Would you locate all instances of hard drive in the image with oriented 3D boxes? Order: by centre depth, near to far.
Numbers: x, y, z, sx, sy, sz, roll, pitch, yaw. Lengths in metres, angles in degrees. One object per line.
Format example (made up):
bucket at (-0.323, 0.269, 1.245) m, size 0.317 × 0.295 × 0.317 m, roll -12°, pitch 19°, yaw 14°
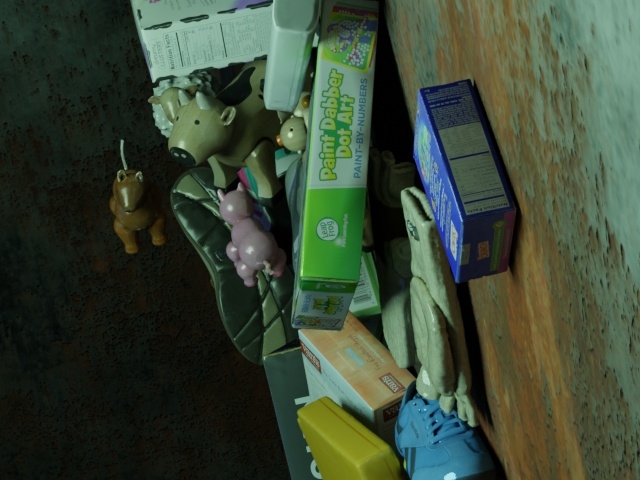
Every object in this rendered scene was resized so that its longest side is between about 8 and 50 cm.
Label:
hard drive at (-0.021, -0.248, 1.559) m, size 0.307 × 0.040 × 0.203 m, roll 116°, pitch 160°, yaw -81°

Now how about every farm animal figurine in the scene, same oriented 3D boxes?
farm animal figurine at (-0.076, -0.111, 1.890) m, size 0.327 × 0.330 × 0.172 m, roll -65°, pitch -30°, yaw -49°

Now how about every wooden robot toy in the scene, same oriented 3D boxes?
wooden robot toy at (-0.002, -0.101, 1.728) m, size 0.076 × 0.079 × 0.173 m, roll 27°, pitch -132°, yaw -71°

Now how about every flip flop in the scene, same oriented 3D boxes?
flip flop at (-0.110, 0.032, 2.259) m, size 0.277 × 0.112 × 0.080 m, roll 60°, pitch 173°, yaw 8°

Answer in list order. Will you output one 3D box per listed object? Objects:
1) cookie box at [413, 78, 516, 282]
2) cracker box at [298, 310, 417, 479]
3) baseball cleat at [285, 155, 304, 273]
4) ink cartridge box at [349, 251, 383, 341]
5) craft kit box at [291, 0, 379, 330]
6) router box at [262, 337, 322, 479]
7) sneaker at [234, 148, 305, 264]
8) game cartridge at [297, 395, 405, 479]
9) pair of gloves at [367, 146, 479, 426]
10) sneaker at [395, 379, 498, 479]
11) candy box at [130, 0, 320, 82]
cookie box at (0.097, -0.040, 1.165) m, size 0.092 × 0.040 × 0.107 m, roll 88°, pitch 168°, yaw -62°
cracker box at (0.054, 0.208, 1.867) m, size 0.156 × 0.067 × 0.232 m, roll 45°, pitch 154°, yaw 45°
baseball cleat at (0.000, 0.000, 2.099) m, size 0.109 × 0.072 × 0.206 m, roll -153°, pitch 46°, yaw -74°
ink cartridge box at (0.029, 0.065, 1.989) m, size 0.209 × 0.062 × 0.109 m, roll 94°, pitch 161°, yaw -74°
craft kit box at (0.011, -0.061, 1.545) m, size 0.246 × 0.061 × 0.250 m, roll 90°, pitch -175°, yaw -78°
router box at (0.025, 0.269, 2.121) m, size 0.243 × 0.081 × 0.309 m, roll -12°, pitch -92°, yaw -79°
sneaker at (-0.075, -0.091, 2.329) m, size 0.295 × 0.124 × 0.178 m, roll 103°, pitch 149°, yaw -61°
game cartridge at (0.082, 0.322, 1.708) m, size 0.323 × 0.053 × 0.285 m, roll 68°, pitch 170°, yaw -11°
pair of gloves at (0.085, 0.033, 1.467) m, size 0.240 × 0.042 × 0.204 m, roll -123°, pitch 24°, yaw -69°
sneaker at (0.101, 0.167, 1.479) m, size 0.209 × 0.069 × 0.082 m, roll -143°, pitch 43°, yaw -82°
candy box at (-0.112, -0.263, 1.939) m, size 0.165 × 0.196 × 0.070 m, roll -110°, pitch 9°, yaw -55°
